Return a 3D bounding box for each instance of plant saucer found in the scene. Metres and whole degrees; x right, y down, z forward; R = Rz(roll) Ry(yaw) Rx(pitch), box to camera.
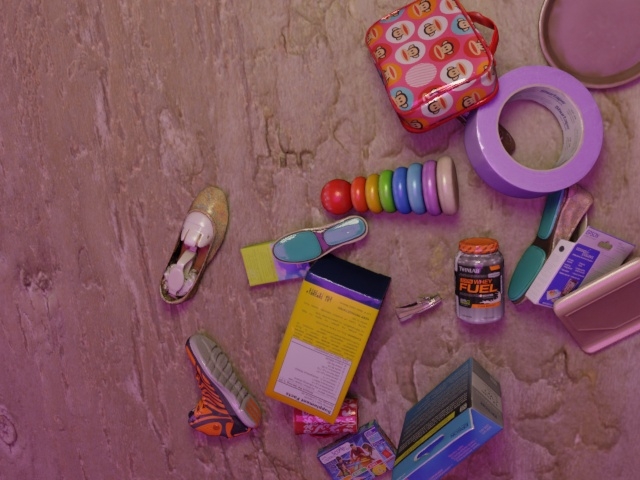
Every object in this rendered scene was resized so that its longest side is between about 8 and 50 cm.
[{"bbox_3d":[0.612,-0.468,1.283,0.278,0.041,0.277,3,103,12],"label":"plant saucer"}]

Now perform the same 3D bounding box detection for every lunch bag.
[{"bbox_3d":[0.250,-0.396,1.277,0.258,0.120,0.293,-24,57,16],"label":"lunch bag"}]

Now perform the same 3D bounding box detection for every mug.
[{"bbox_3d":[0.021,0.478,1.635,0.169,0.150,0.113,-2,67,10],"label":"mug"}]

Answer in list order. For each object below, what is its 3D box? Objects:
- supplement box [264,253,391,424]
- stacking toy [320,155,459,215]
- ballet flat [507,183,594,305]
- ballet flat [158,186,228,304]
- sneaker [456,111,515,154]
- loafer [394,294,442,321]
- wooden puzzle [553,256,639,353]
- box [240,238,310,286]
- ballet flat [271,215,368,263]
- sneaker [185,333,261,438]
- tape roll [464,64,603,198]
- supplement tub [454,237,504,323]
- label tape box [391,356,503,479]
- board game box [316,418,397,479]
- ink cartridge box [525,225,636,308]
[{"bbox_3d":[0.021,0.241,1.515,0.194,0.195,0.356,22,107,8],"label":"supplement box"},{"bbox_3d":[0.158,-0.112,1.436,0.331,0.141,0.141,-6,102,19],"label":"stacking toy"},{"bbox_3d":[0.545,0.020,1.388,0.106,0.107,0.315,16,108,-10],"label":"ballet flat"},{"bbox_3d":[-0.342,0.025,1.592,0.123,0.123,0.348,27,108,6],"label":"ballet flat"},{"bbox_3d":[0.369,-0.261,1.374,0.188,0.071,0.066,41,109,2],"label":"sneaker"},{"bbox_3d":[0.247,0.165,1.523,0.125,0.045,0.039,-31,88,21],"label":"loafer"},{"bbox_3d":[0.667,0.151,1.371,0.221,0.044,0.239,-33,130,17],"label":"wooden puzzle"},{"bbox_3d":[-0.113,0.053,1.580,0.178,0.042,0.109,-11,101,15],"label":"box"},{"bbox_3d":[0.000,0.000,1.500,0.249,0.086,0.086,-15,100,-1],"label":"ballet flat"},{"bbox_3d":[-0.322,0.429,1.679,0.180,0.124,0.321,-30,95,17],"label":"sneaker"},{"bbox_3d":[0.458,-0.232,1.295,0.275,0.090,0.274,0,85,-4],"label":"tape roll"},{"bbox_3d":[0.381,0.094,1.434,0.117,0.117,0.190,-2,103,14],"label":"supplement tub"},{"bbox_3d":[0.305,0.454,1.416,0.115,0.347,0.249,43,109,0],"label":"label tape box"},{"bbox_3d":[0.108,0.604,1.665,0.201,0.035,0.136,-34,94,18],"label":"board game box"},{"bbox_3d":[0.589,0.067,1.352,0.206,0.045,0.208,16,113,-35],"label":"ink cartridge box"}]
